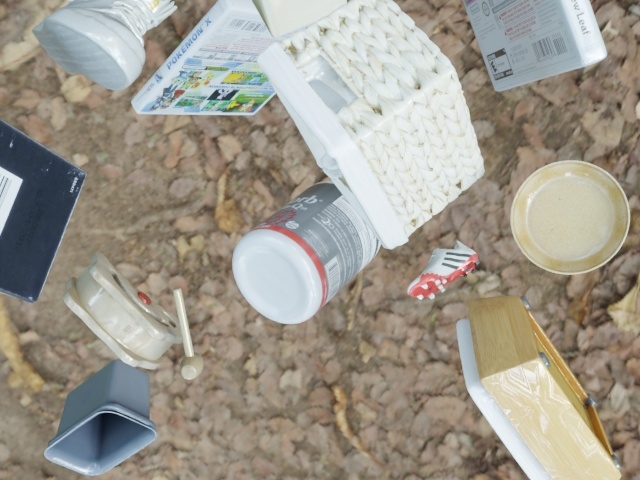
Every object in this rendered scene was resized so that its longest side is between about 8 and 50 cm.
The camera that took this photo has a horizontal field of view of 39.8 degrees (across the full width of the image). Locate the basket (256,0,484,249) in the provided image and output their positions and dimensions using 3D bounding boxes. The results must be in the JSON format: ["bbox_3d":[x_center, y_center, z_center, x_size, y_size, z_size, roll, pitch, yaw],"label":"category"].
[{"bbox_3d":[0.044,-0.087,0.655,0.103,0.167,0.113,-36,61,0],"label":"basket"}]

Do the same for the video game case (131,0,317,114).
[{"bbox_3d":[-0.152,-0.338,1.674,0.300,0.329,0.036,-39,73,34],"label":"video game case"}]

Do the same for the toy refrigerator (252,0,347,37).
[{"bbox_3d":[-0.066,-0.379,1.121,0.102,0.269,0.094,-24,144,-4],"label":"toy refrigerator"}]

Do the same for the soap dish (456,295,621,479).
[{"bbox_3d":[0.326,0.237,1.326,0.118,0.229,0.290,-32,108,17],"label":"soap dish"}]

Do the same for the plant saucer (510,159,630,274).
[{"bbox_3d":[0.182,-0.016,0.647,0.084,0.015,0.083,-1,86,17],"label":"plant saucer"}]

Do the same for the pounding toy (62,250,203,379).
[{"bbox_3d":[-0.285,0.115,1.481,0.269,0.154,0.155,45,95,0],"label":"pounding toy"}]

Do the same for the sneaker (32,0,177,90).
[{"bbox_3d":[-0.240,-0.276,1.069,0.292,0.169,0.108,28,157,56],"label":"sneaker"}]

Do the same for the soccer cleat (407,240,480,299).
[{"bbox_3d":[0.106,0.026,0.795,0.035,0.083,0.029,49,148,28],"label":"soccer cleat"}]

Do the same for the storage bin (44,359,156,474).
[{"bbox_3d":[-0.260,0.215,1.086,0.135,0.091,0.098,-35,127,28],"label":"storage bin"}]

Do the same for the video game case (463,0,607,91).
[{"bbox_3d":[0.148,-0.222,0.709,0.023,0.212,0.193,-22,96,-3],"label":"video game case"}]

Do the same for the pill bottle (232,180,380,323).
[{"bbox_3d":[0.000,0.000,1.846,0.210,0.363,0.210,18,126,27],"label":"pill bottle"}]

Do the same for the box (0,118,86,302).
[{"bbox_3d":[-0.489,-0.078,0.995,0.294,0.296,0.182,10,74,29],"label":"box"}]
